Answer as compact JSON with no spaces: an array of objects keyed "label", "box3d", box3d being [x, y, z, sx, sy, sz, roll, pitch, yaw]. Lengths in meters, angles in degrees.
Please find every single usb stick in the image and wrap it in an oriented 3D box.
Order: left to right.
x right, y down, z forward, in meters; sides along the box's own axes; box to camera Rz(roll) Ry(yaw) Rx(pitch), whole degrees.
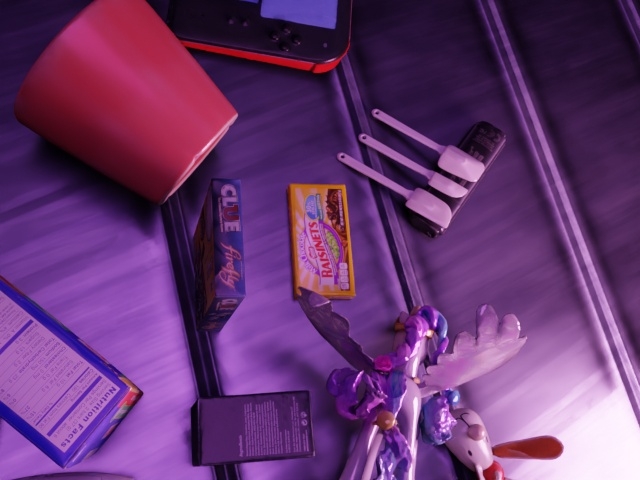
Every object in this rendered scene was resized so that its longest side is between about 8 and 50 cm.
[{"label":"usb stick","box3d":[0.264,-0.120,1.224,0.077,0.045,0.278,35,66,8]}]

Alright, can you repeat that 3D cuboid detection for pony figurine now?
[{"label":"pony figurine","box3d":[0.104,0.222,0.912,0.302,0.351,0.364,12,69,12]}]

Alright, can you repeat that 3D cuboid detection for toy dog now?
[{"label":"toy dog","box3d":[0.326,0.416,0.997,0.333,0.161,0.220,32,66,-3]}]

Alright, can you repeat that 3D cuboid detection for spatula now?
[{"label":"spatula","box3d":[0.167,-0.144,1.195,0.242,0.019,0.168,32,70,12]}]

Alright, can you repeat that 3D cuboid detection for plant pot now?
[{"label":"plant pot","box3d":[-0.280,-0.205,0.996,0.243,0.275,0.275,40,66,-10]}]

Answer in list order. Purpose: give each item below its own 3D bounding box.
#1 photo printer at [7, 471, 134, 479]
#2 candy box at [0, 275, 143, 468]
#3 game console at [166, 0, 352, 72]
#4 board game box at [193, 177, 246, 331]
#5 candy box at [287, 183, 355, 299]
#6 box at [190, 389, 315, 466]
[{"label":"photo printer","box3d":[-0.340,0.408,0.763,0.255,0.307,0.107,-2,115,-16]},{"label":"candy box","box3d":[-0.391,0.143,0.830,0.317,0.268,0.122,40,70,-1]},{"label":"game console","box3d":[-0.104,-0.519,1.248,0.341,0.060,0.387,9,69,-13]},{"label":"board game box","box3d":[-0.153,0.032,0.947,0.042,0.243,0.165,0,73,-17]},{"label":"candy box","box3d":[0.000,0.000,1.119,0.105,0.027,0.206,-1,72,-13]},{"label":"box","box3d":[-0.103,0.273,0.927,0.158,0.156,0.093,-1,71,-16]}]
